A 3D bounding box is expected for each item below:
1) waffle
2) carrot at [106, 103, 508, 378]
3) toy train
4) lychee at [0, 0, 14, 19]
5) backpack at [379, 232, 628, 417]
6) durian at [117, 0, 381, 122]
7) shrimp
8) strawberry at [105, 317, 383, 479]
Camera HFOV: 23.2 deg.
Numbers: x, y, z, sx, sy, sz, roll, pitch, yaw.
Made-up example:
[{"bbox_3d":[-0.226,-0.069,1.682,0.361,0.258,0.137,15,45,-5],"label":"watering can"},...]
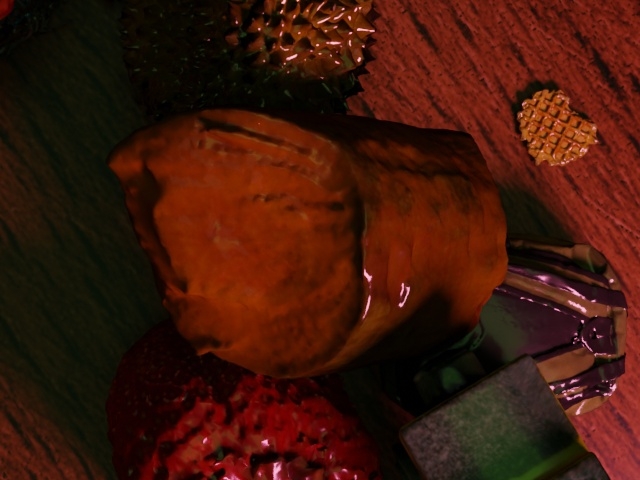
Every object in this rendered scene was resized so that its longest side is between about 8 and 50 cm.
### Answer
[{"bbox_3d":[0.246,-0.120,1.636,0.078,0.016,0.085,-32,91,-6],"label":"waffle"},{"bbox_3d":[0.000,0.000,1.402,0.340,0.241,0.241,-2,88,-45],"label":"carrot"},{"bbox_3d":[0.210,0.290,1.354,0.179,0.272,0.442,-30,81,-3],"label":"toy train"},{"bbox_3d":[-0.446,-0.320,1.368,0.424,0.424,0.500,31,68,-4],"label":"lychee"},{"bbox_3d":[0.186,0.086,1.560,0.253,0.140,0.207,1,90,-1],"label":"backpack"},{"bbox_3d":[-0.067,-0.228,1.501,0.258,0.258,0.293,2,79,-6],"label":"durian"},{"bbox_3d":[-0.294,-0.232,1.573,0.174,0.076,0.082,-25,131,-10],"label":"shrimp"},{"bbox_3d":[-0.072,0.190,1.486,0.238,0.250,0.288,-18,50,-2],"label":"strawberry"}]
